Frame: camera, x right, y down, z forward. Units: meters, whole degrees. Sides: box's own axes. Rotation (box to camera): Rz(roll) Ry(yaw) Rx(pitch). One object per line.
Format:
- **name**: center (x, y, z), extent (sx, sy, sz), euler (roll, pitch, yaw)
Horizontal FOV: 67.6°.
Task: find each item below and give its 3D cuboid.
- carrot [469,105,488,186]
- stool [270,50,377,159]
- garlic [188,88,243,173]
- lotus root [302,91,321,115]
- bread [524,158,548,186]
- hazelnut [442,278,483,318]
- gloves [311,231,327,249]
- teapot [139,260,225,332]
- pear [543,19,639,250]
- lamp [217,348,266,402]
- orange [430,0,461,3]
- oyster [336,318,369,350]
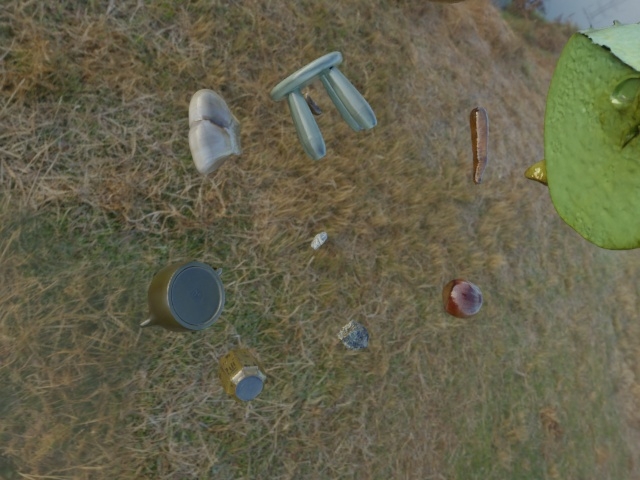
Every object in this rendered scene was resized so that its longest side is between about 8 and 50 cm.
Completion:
- **carrot**: center (0.489, -0.289, 1.472), extent (0.059, 0.059, 0.248), euler (0, 89, -43)
- **stool**: center (0.010, -0.322, 1.157), extent (0.199, 0.195, 0.195), euler (57, 1, -11)
- **garlic**: center (-0.228, -0.222, 0.980), extent (0.124, 0.098, 0.175), euler (20, 60, -76)
- **lotus root**: center (-0.028, -0.413, 1.465), extent (0.083, 0.030, 0.037), euler (46, 10, -27)
- **bread**: center (0.583, -0.159, 1.051), extent (0.160, 0.233, 0.088), euler (-11, 108, -33)
- **hazelnut**: center (0.284, 0.115, 0.957), extent (0.086, 0.086, 0.086), euler (18, 62, -37)
- **gloves**: center (-0.002, 0.000, 1.471), extent (0.081, 0.037, 0.044), euler (-50, 150, -51)
- **teapot**: center (-0.372, 0.146, 1.291), extent (0.268, 0.175, 0.186), euler (-45, 117, -45)
- **pear**: center (0.413, -0.107, 0.597), extent (0.159, 0.292, 0.293), euler (-9, 78, -16)
- **lamp**: center (-0.289, 0.492, 1.752), extent (0.161, 0.185, 0.162), euler (-8, 110, -24)
- **orange**: center (0.330, -0.785, 1.232), extent (0.321, 0.357, 0.323), euler (-15, 118, -31)
- **oyster**: center (0.118, 0.332, 1.679), extent (0.177, 0.056, 0.106), euler (8, 56, -49)
